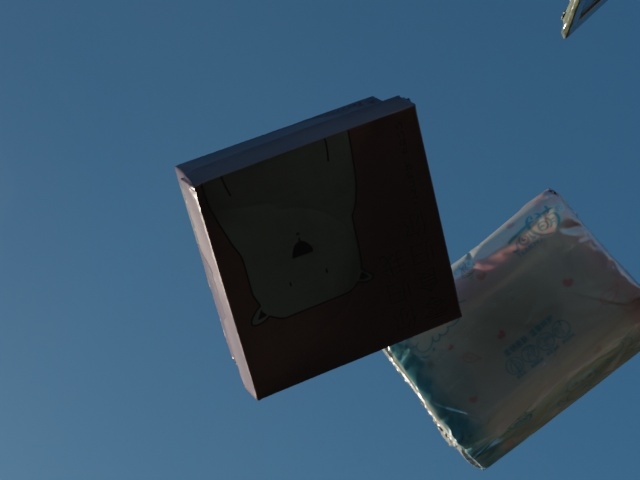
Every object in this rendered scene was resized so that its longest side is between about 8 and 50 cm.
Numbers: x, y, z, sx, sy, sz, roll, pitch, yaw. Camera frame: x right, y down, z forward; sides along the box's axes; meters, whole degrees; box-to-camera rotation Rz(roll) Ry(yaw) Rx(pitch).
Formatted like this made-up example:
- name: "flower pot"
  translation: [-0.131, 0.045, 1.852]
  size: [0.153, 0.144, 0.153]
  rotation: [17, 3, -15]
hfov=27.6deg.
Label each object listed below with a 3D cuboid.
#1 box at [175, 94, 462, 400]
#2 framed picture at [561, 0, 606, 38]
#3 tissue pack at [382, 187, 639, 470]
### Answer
- name: "box"
  translation: [0.000, 0.000, 1.157]
  size: [0.215, 0.086, 0.215]
  rotation: [-21, -66, -15]
- name: "framed picture"
  translation: [0.323, -0.335, 1.161]
  size: [0.296, 0.019, 0.232]
  rotation: [-42, -20, -27]
- name: "tissue pack"
  translation: [0.220, 0.100, 1.468]
  size: [0.271, 0.201, 0.124]
  rotation: [-39, -27, 3]
